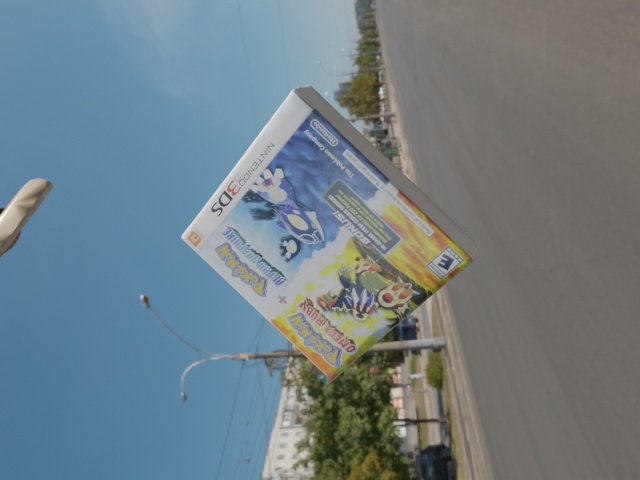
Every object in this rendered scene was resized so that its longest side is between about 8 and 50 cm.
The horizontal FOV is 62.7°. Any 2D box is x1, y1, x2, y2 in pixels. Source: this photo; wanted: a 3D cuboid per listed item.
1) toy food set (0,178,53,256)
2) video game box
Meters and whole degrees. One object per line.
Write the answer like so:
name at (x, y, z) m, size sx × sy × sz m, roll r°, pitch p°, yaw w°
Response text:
toy food set at (-0.333, -0.006, 0.457) m, size 0.071 × 0.217 × 0.128 m, roll 75°, pitch -149°, yaw -63°
video game box at (0.000, 0.000, 0.477) m, size 0.205 × 0.187 × 0.048 m, roll 43°, pitch -151°, yaw 0°
